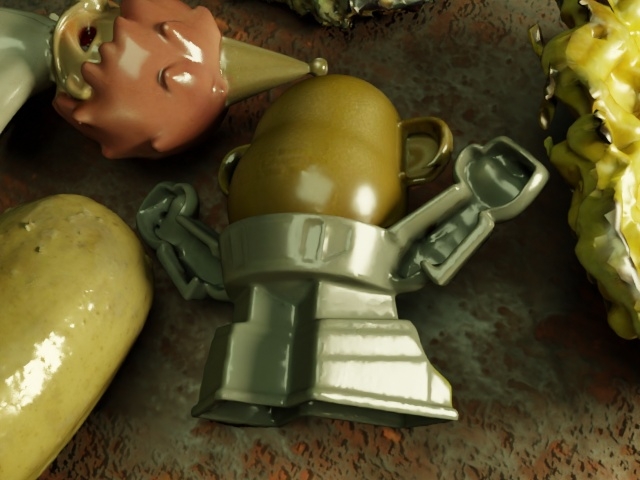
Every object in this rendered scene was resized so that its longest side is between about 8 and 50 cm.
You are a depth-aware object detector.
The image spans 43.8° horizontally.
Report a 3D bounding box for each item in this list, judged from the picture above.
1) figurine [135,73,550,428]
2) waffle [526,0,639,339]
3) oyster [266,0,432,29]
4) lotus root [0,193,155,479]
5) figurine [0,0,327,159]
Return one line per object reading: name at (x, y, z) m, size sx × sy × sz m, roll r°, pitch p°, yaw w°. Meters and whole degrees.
figurine at (0.001, -0.001, 0.636) m, size 0.342 × 0.167 × 0.285 m, roll 1°, pitch 70°, yaw 4°
waffle at (0.339, -0.053, 0.626) m, size 0.382 × 0.095 × 0.380 m, roll 3°, pitch 70°, yaw -22°
oyster at (0.010, -0.300, 0.795) m, size 0.259 × 0.092 × 0.198 m, roll -10°, pitch 69°, yaw -10°
lotus root at (-0.249, 0.097, 0.578) m, size 0.169 × 0.152 × 0.343 m, roll 6°, pitch 42°, yaw 25°
figurine at (-0.191, -0.154, 0.694) m, size 0.386 × 0.166 × 0.207 m, roll 3°, pitch 27°, yaw 11°
